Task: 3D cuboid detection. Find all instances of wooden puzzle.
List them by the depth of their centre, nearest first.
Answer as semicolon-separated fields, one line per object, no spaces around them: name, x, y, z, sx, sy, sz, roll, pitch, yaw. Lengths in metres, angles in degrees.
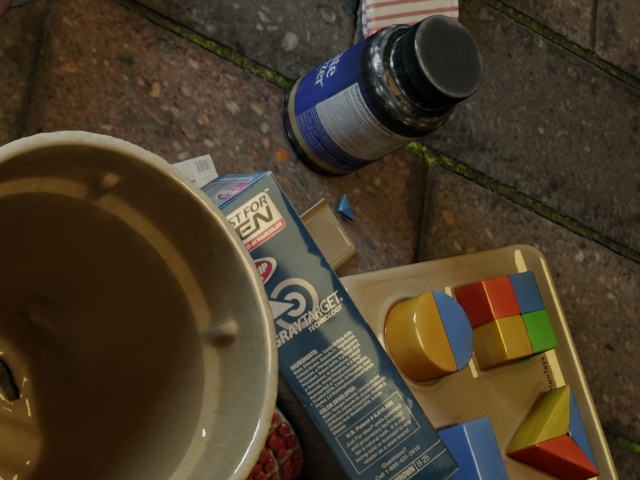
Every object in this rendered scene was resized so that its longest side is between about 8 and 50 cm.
wooden puzzle;0.000;0.000;2.061;0.116;0.014;0.079;-29;97;-42
wooden puzzle;0.178;0.170;2.094;0.347;0.080;0.322;-11;80;-41

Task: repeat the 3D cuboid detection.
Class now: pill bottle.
pill bottle;0.068;-0.157;2.038;0.122;0.219;0.123;16;63;-34

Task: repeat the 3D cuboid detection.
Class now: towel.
towel;0.097;-0.325;2.218;0.144;0.029;0.197;-12;101;-40

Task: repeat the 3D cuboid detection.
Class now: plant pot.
plant pot;-0.256;0.116;1.605;0.333;0.305;0.334;16;63;-34

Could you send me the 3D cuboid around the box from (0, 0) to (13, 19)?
box;-0.327;-0.347;1.795;0.143;0.191;0.381;50;47;-33

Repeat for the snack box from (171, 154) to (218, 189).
snack box;-0.171;-0.038;1.927;0.178;0.022;0.064;-18;86;-42

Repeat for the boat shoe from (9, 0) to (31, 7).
boat shoe;-0.276;-0.300;1.918;0.081;0.079;0.227;53;43;2

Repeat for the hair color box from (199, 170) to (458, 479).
hair color box;-0.020;0.102;1.866;0.105;0.174;0.347;-36;102;-15

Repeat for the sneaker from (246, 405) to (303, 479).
sneaker;-0.121;0.130;1.845;0.299;0.121;0.112;50;20;-22
